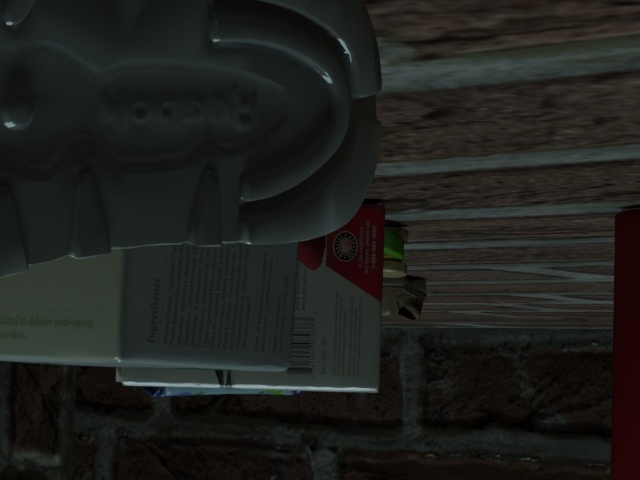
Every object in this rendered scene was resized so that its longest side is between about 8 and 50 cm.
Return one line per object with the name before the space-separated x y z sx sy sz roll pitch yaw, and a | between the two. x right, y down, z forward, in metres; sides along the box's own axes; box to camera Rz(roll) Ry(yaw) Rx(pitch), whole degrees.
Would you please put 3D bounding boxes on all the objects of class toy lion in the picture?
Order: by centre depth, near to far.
toy lion | 0.000 0.000 1.147 0.100 0.034 0.096 0 168 17

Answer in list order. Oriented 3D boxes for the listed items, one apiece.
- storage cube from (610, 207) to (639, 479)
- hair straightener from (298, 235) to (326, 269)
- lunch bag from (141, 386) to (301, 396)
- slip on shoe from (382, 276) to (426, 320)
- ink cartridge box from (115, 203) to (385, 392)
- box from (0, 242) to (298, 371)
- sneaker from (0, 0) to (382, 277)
storage cube | 0.283 0.077 0.954 0.184 0.193 0.215 4 174 -21
hair straightener | -0.058 -0.018 0.807 0.089 0.047 0.230 1 175 10
lunch bag | -0.086 0.035 1.220 0.129 0.096 0.151 6 -156 -38
slip on shoe | 0.063 0.055 1.714 0.051 0.041 0.135 0 175 25
ink cartridge box | -0.042 0.031 1.021 0.150 0.109 0.063 3 179 -8
box | -0.071 -0.006 0.616 0.101 0.102 0.087 0 173 39
sneaker | -0.094 -0.035 0.410 0.235 0.090 0.095 8 -178 -44
